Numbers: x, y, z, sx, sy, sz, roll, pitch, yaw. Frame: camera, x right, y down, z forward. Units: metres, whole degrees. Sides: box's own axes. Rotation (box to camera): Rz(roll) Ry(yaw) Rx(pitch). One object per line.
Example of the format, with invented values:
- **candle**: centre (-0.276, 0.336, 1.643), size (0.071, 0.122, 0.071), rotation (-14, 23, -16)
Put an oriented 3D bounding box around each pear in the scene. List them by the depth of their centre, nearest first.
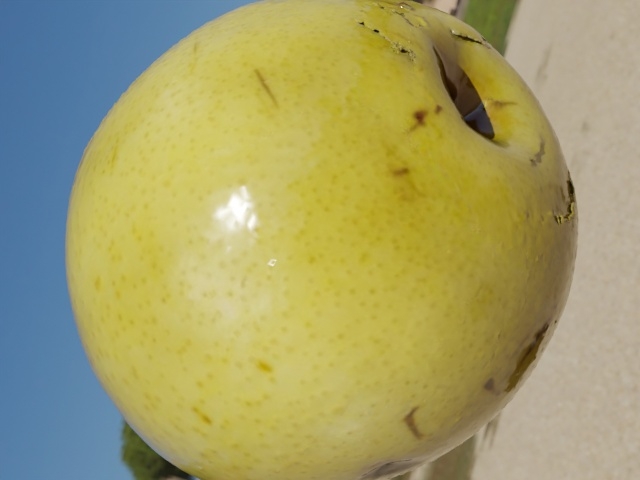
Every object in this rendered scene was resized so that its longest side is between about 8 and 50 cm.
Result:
- **pear**: centre (0.000, 0.000, 0.837), size (0.348, 0.349, 0.348), rotation (16, -90, -86)
